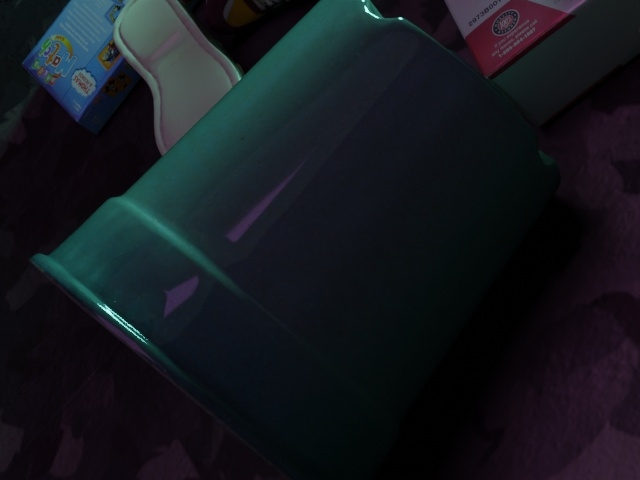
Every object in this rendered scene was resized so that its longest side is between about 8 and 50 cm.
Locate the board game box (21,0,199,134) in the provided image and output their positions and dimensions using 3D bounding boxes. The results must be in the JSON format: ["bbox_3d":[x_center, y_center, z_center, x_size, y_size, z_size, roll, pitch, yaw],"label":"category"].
[{"bbox_3d":[-0.231,-0.242,1.966,0.211,0.039,0.160,-51,44,4],"label":"board game box"}]

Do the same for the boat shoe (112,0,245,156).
[{"bbox_3d":[-0.119,-0.142,1.773,0.109,0.091,0.305,-39,47,10],"label":"boat shoe"}]

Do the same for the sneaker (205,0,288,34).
[{"bbox_3d":[-0.043,-0.272,1.799,0.185,0.069,0.084,-45,40,13],"label":"sneaker"}]

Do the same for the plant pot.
[{"bbox_3d":[0.000,0.000,1.442,0.334,0.341,0.341,-50,43,-6],"label":"plant pot"}]

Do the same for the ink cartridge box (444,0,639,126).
[{"bbox_3d":[0.195,-0.247,1.554,0.172,0.100,0.237,-37,47,17],"label":"ink cartridge box"}]

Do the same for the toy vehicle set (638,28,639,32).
[{"bbox_3d":[0.379,-0.114,1.324,0.166,0.035,0.267,-40,58,17],"label":"toy vehicle set"}]
